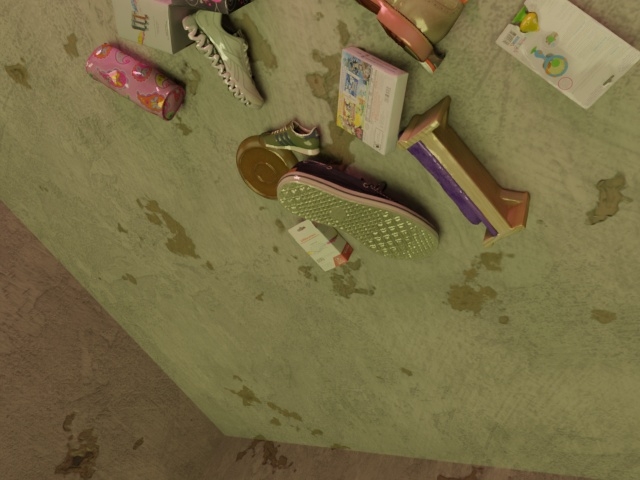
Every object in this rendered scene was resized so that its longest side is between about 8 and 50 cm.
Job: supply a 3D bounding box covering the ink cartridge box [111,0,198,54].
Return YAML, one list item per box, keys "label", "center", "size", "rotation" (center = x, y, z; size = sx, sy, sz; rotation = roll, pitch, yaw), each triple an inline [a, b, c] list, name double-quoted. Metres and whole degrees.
- label: "ink cartridge box"
  center: [-0.428, -0.589, 1.225]
  size: [0.176, 0.128, 0.127]
  rotation: [22, 136, 11]

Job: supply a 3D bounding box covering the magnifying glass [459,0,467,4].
- label: "magnifying glass"
  center: [0.225, -0.576, 0.950]
  size: [0.231, 0.026, 0.092]
  rotation: [43, 135, -13]

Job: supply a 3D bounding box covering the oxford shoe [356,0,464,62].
- label: "oxford shoe"
  center: [0.121, -0.554, 0.962]
  size: [0.397, 0.140, 0.146]
  rotation: [46, 109, 0]

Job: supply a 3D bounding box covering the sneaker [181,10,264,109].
- label: "sneaker"
  center: [-0.229, -0.477, 1.239]
  size: [0.118, 0.110, 0.292]
  rotation: [-34, 125, 7]

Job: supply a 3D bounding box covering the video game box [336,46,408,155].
- label: "video game box"
  center: [0.119, -0.340, 1.149]
  size: [0.187, 0.048, 0.205]
  rotation: [40, 144, 32]

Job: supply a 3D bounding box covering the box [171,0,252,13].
- label: "box"
  center: [-0.253, -0.663, 1.052]
  size: [0.163, 0.142, 0.247]
  rotation: [16, 135, 16]

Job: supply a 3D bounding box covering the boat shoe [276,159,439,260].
- label: "boat shoe"
  center: [0.120, -0.094, 1.357]
  size: [0.499, 0.156, 0.187]
  rotation: [22, 132, -7]

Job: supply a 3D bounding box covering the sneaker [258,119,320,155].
- label: "sneaker"
  center: [-0.088, -0.306, 1.345]
  size: [0.192, 0.064, 0.086]
  rotation: [15, 127, 16]

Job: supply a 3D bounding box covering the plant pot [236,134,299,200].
- label: "plant pot"
  center: [-0.170, -0.219, 1.485]
  size: [0.236, 0.032, 0.236]
  rotation: [16, 135, 17]

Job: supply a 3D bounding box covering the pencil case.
- label: "pencil case"
  center: [-0.553, -0.476, 1.411]
  size: [0.284, 0.124, 0.124]
  rotation: [29, 137, 4]

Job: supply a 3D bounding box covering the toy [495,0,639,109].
- label: "toy"
  center: [0.494, -0.393, 0.943]
  size: [0.237, 0.056, 0.137]
  rotation: [36, 140, 2]

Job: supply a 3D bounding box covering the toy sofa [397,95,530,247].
- label: "toy sofa"
  center: [0.342, -0.155, 1.172]
  size: [0.362, 0.150, 0.177]
  rotation: [46, 134, -14]

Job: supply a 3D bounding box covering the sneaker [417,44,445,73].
- label: "sneaker"
  center: [0.220, -0.453, 1.054]
  size: [0.065, 0.061, 0.158]
  rotation: [-41, 105, 18]

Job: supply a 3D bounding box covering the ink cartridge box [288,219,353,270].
- label: "ink cartridge box"
  center: [0.000, 0.000, 1.562]
  size: [0.115, 0.067, 0.198]
  rotation: [-26, 114, 41]
